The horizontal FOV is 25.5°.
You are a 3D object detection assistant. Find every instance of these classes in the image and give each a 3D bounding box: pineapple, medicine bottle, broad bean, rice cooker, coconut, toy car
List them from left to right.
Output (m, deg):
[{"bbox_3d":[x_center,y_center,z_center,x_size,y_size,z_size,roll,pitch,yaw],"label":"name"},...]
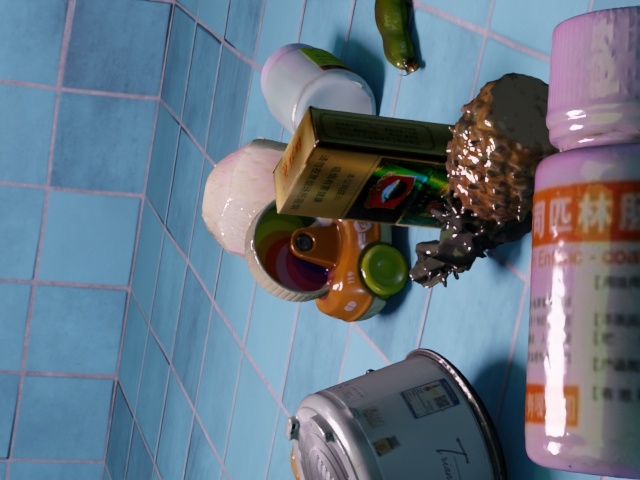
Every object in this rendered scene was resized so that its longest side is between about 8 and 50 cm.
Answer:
[{"bbox_3d":[-0.057,-0.052,2.225,0.237,0.236,0.197,154,132,-67],"label":"coconut"},{"bbox_3d":[-0.009,-0.225,2.215,0.225,0.139,0.139,-131,49,-63],"label":"medicine bottle"},{"bbox_3d":[0.000,0.000,2.025,0.145,0.235,0.235,141,130,-63],"label":"toy car"},{"bbox_3d":[0.105,-0.339,2.064,0.065,0.046,0.255,-45,45,51],"label":"broad bean"},{"bbox_3d":[0.101,0.261,1.677,0.280,0.227,0.241,47,148,48],"label":"rice cooker"},{"bbox_3d":[0.184,-0.048,1.631,0.170,0.141,0.310,-54,-7,-38],"label":"pineapple"},{"bbox_3d":[0.292,0.006,1.220,0.219,0.219,0.389,173,102,-70],"label":"medicine bottle"}]

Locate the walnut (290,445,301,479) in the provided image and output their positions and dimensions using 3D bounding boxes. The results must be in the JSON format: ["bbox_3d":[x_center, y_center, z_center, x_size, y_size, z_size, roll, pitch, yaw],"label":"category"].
[{"bbox_3d":[0.008,0.336,2.106,0.105,0.105,0.125,138,123,-62],"label":"walnut"}]

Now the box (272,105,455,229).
[{"bbox_3d":[0.076,-0.090,1.800,0.159,0.240,0.071,119,150,-50],"label":"box"}]
